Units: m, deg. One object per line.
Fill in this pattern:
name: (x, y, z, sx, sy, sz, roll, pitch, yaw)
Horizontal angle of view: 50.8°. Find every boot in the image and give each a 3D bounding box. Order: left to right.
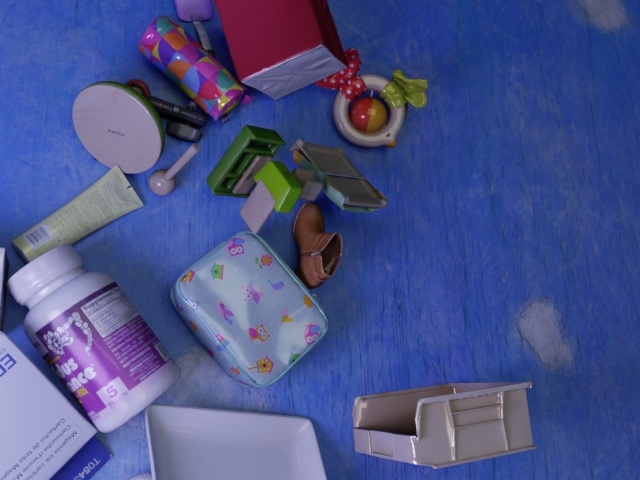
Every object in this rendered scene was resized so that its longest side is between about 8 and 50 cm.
boot: (0.000, 0.000, 1.356, 0.073, 0.152, 0.197, 8, 74, -21)

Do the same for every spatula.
spatula: (-0.247, -0.420, 1.431, 0.084, 0.030, 0.296, -12, 82, -23)

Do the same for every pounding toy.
pounding toy: (-0.340, -0.216, 1.285, 0.237, 0.183, 0.110, 38, 40, -10)

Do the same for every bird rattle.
bird rattle: (0.107, -0.313, 1.502, 0.254, 0.143, 0.206, 9, 90, -17)

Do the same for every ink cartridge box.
ink cartridge box: (-0.513, 0.358, 1.016, 0.324, 0.072, 0.330, -47, 123, -28)

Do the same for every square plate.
square plate: (-0.129, 0.449, 1.143, 0.344, 0.049, 0.347, 15, 38, -32)

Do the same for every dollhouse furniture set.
dollhouse furniture set: (-0.040, -0.097, 1.365, 0.302, 0.151, 0.197, 2, 44, -49)

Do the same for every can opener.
can opener: (-0.317, -0.261, 1.345, 0.186, 0.059, 0.073, 23, 70, -16)

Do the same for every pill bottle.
pill bottle: (-0.390, 0.161, 1.146, 0.169, 0.169, 0.301, -38, 92, -26)

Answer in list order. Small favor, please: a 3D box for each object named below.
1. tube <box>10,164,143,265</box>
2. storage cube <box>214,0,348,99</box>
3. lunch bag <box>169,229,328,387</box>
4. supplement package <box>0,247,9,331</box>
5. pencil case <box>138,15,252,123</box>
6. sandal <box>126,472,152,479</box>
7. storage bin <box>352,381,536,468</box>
tube: (-0.446, -0.039, 1.241, 0.062, 0.070, 0.240, 35, 59, 26)
storage cube: (-0.075, -0.427, 1.378, 0.215, 0.184, 0.193, -19, 83, 17)
lunch bag: (-0.130, 0.132, 1.295, 0.224, 0.108, 0.279, -41, 95, -28)
supplement package: (-0.642, 0.082, 1.082, 0.244, 0.134, 0.138, 4, 75, -21)
pencil case: (-0.254, -0.344, 1.361, 0.236, 0.104, 0.104, 43, 65, -3)
sandal: (-0.175, 0.547, 1.169, 0.416, 0.169, 0.102, 49, 24, -4)
storage bin: (0.227, 0.349, 1.301, 0.261, 0.262, 0.123, -2, 80, -23)
